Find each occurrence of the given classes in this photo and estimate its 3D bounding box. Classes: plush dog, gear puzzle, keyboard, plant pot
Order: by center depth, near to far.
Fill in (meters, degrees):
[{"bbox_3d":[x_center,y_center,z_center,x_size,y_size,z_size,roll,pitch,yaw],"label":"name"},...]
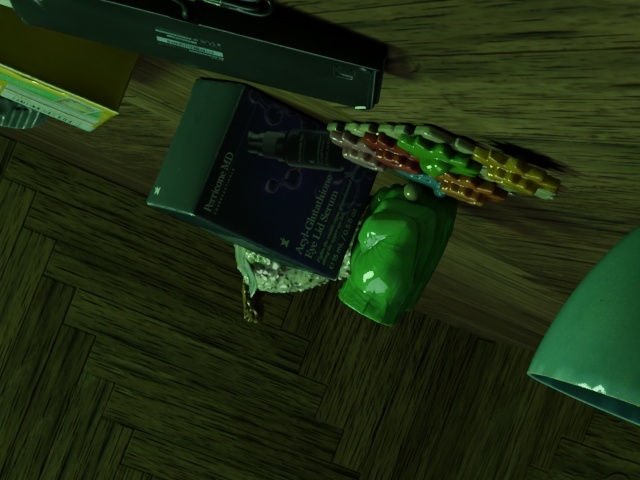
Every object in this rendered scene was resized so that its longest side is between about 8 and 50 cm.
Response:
[{"bbox_3d":[-0.102,-0.179,1.389,0.317,0.033,0.201,14,167,2],"label":"keyboard"},{"bbox_3d":[0.336,0.069,1.404,0.290,0.195,0.290,21,176,2],"label":"plant pot"},{"bbox_3d":[0.136,-0.063,1.721,0.175,0.044,0.339,24,175,-24],"label":"gear puzzle"},{"bbox_3d":[0.000,0.000,2.385,0.225,0.210,0.262,-5,-178,-10],"label":"plush dog"}]

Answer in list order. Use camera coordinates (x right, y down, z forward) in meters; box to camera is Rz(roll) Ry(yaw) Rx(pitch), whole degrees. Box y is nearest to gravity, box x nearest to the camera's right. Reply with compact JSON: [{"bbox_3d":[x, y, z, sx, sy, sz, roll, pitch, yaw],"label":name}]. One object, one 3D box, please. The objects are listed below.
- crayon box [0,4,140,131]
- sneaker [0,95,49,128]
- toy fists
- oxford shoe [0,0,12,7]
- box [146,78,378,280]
[{"bbox_3d":[-0.315,-0.202,1.928,0.203,0.083,0.323,22,176,-12],"label":"crayon box"},{"bbox_3d":[-0.478,-0.245,2.191,0.319,0.112,0.131,27,-170,-25],"label":"sneaker"},{"bbox_3d":[0.089,0.003,1.974,0.096,0.142,0.279,29,-172,8],"label":"toy fists"},{"bbox_3d":[-0.382,-0.254,1.365,0.169,0.130,0.449,14,174,32],"label":"oxford shoe"},{"bbox_3d":[-0.059,-0.066,1.907,0.207,0.153,0.108,24,175,-34],"label":"box"}]
